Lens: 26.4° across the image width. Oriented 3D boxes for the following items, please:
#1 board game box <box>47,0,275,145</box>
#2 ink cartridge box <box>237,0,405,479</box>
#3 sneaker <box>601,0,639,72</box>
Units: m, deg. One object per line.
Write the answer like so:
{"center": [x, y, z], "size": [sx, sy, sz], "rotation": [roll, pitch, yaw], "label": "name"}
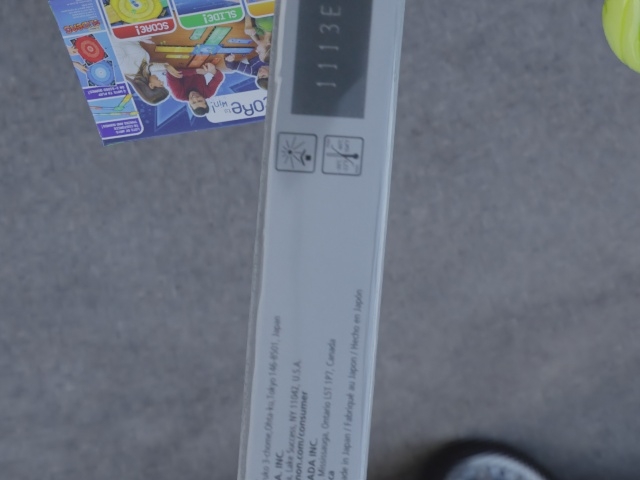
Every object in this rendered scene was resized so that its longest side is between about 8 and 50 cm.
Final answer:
{"center": [-0.089, -0.149, 1.041], "size": [0.201, 0.035, 0.136], "rotation": [-7, 128, 10], "label": "board game box"}
{"center": [0.000, 0.000, 0.678], "size": [0.060, 0.275, 0.239], "rotation": [4, -178, -1], "label": "ink cartridge box"}
{"center": [0.199, -0.152, 0.482], "size": [0.109, 0.123, 0.295], "rotation": [-50, 166, -29], "label": "sneaker"}
